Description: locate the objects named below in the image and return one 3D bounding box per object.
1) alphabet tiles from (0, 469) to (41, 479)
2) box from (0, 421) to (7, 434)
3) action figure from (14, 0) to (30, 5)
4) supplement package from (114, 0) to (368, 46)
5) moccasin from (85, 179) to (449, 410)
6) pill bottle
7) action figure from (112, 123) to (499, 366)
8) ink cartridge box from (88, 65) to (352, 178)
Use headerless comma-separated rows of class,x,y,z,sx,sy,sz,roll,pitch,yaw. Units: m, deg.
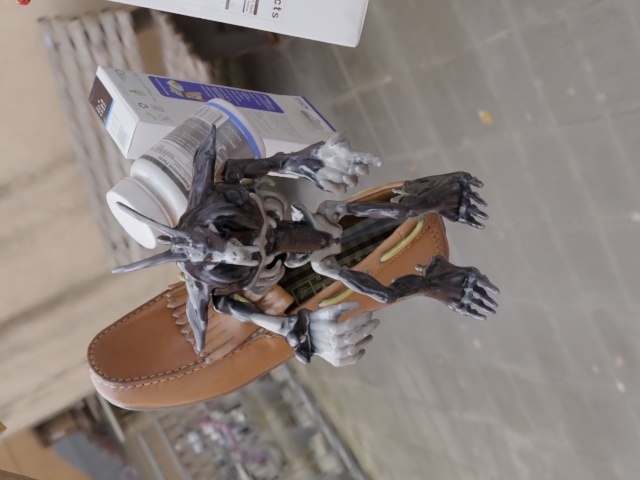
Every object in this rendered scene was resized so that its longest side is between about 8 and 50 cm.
alphabet tiles,-0.193,0.278,0.849,0.009,0.237,0.198,11,166,28
box,-0.328,0.194,1.158,0.028,0.081,0.136,46,-177,3
action figure,-0.338,-0.255,0.923,0.091,0.280,0.139,-9,81,38
supplement package,-0.083,-0.349,1.440,0.177,0.293,0.175,-89,10,-59
moccasin,-0.054,0.050,1.284,0.147,0.380,0.139,71,178,-50
pill bottle,-0.122,-0.060,1.184,0.078,0.137,0.078,39,157,20
action figure,0.000,0.000,0.931,0.141,0.276,0.164,7,98,61
ink cartridge box,-0.135,-0.157,1.789,0.165,0.333,0.065,51,128,48
